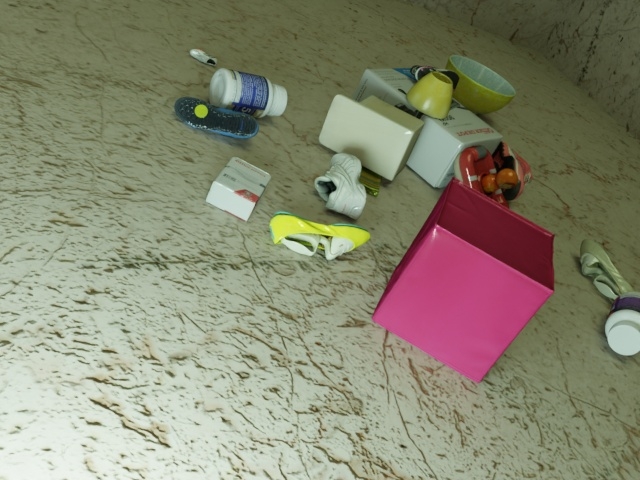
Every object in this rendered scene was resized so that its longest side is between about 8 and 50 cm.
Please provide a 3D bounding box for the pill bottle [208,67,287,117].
[{"bbox_3d":[-0.186,-0.380,1.842,0.186,0.112,0.112,3,39,-35],"label":"pill bottle"}]

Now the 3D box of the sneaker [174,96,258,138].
[{"bbox_3d":[-0.254,-0.294,1.724,0.209,0.069,0.082,15,0,-7],"label":"sneaker"}]

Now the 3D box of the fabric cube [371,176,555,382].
[{"bbox_3d":[0.295,0.073,1.429,0.254,0.258,0.259,30,31,3],"label":"fabric cube"}]

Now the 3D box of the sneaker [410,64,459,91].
[{"bbox_3d":[0.356,-0.517,2.199,0.178,0.072,0.077,12,23,-37],"label":"sneaker"}]

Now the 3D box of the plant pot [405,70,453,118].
[{"bbox_3d":[0.326,-0.426,2.015,0.134,0.095,0.134,19,34,-13],"label":"plant pot"}]

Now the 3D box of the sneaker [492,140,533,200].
[{"bbox_3d":[0.631,-0.216,2.257,0.136,0.116,0.314,25,31,-9],"label":"sneaker"}]

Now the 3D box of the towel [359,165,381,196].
[{"bbox_3d":[0.124,-0.198,1.915,0.102,0.021,0.237,27,31,-5],"label":"towel"}]

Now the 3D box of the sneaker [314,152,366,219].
[{"bbox_3d":[0.040,-0.150,1.715,0.115,0.090,0.232,13,34,-19],"label":"sneaker"}]

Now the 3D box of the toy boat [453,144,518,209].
[{"bbox_3d":[0.475,-0.156,1.942,0.151,0.151,0.231,-22,97,-46],"label":"toy boat"}]

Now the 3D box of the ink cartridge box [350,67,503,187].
[{"bbox_3d":[0.318,-0.355,2.156,0.395,0.166,0.285,44,35,22],"label":"ink cartridge box"}]

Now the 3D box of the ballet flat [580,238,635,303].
[{"bbox_3d":[0.789,0.092,1.979,0.086,0.086,0.248,6,39,-33],"label":"ballet flat"}]

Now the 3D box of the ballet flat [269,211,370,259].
[{"bbox_3d":[0.000,0.000,1.492,0.230,0.077,0.077,12,56,-21],"label":"ballet flat"}]

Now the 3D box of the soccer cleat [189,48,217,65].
[{"bbox_3d":[-0.334,-0.524,2.015,0.083,0.029,0.036,21,27,-22],"label":"soccer cleat"}]

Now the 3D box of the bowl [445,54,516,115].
[{"bbox_3d":[0.581,-0.564,2.682,0.289,0.156,0.290,20,32,-13],"label":"bowl"}]

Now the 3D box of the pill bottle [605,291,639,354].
[{"bbox_3d":[0.773,0.209,1.757,0.108,0.108,0.193,37,32,14],"label":"pill bottle"}]

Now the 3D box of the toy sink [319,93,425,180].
[{"bbox_3d":[0.139,-0.295,1.912,0.234,0.153,0.131,28,30,10],"label":"toy sink"}]

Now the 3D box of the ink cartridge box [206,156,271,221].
[{"bbox_3d":[-0.174,-0.113,1.515,0.099,0.056,0.135,27,32,-3],"label":"ink cartridge box"}]
